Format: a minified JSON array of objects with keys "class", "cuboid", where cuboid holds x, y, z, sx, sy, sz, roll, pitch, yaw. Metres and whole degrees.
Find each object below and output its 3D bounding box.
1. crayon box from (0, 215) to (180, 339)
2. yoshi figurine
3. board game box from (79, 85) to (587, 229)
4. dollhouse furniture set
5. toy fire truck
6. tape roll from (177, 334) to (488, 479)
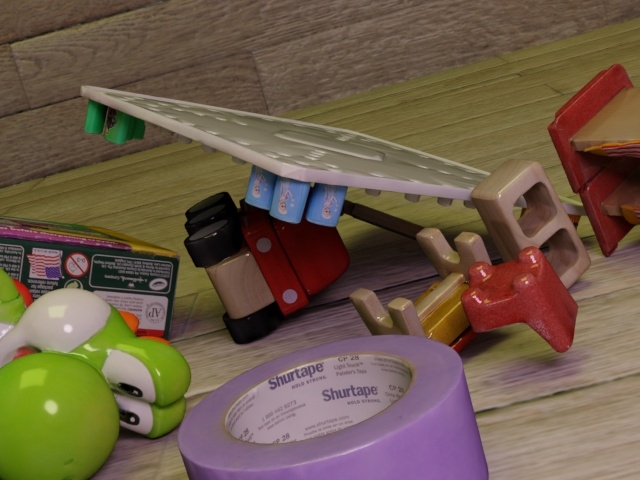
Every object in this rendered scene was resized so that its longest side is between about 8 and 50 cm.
[{"class":"crayon box","cuboid":[-0.382,0.027,1.212,0.362,0.106,0.313,7,2,-27]},{"class":"yoshi figurine","cuboid":[-0.292,0.094,0.886,0.362,0.203,0.203,17,-20,10]},{"class":"board game box","cuboid":[0.006,-0.076,1.112,0.389,0.050,0.390,4,13,-40]},{"class":"dollhouse furniture set","cuboid":[0.238,0.004,0.914,0.374,0.152,0.201,-41,24,-22]},{"class":"toy fire truck","cuboid":[0.000,0.000,1.154,0.246,0.159,0.217,-26,14,0]},{"class":"tape roll","cuboid":[0.008,0.135,0.704,0.189,0.080,0.189,-15,15,4]}]
